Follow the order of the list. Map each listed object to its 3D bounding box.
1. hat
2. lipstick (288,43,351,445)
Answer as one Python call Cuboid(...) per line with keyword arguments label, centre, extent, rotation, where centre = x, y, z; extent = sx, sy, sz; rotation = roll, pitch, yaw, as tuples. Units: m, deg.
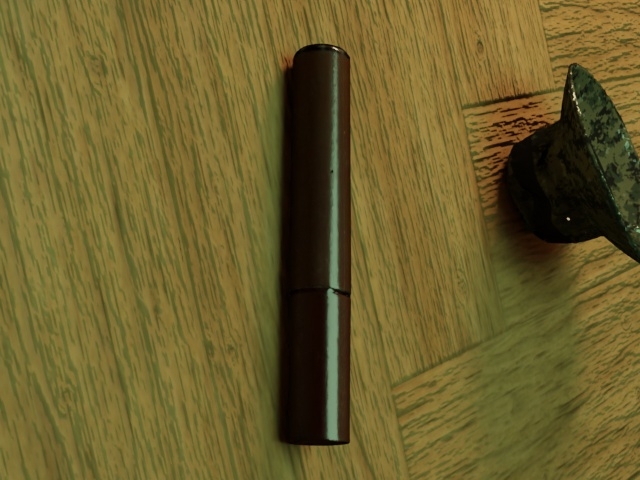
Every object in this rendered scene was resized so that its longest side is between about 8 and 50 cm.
Cuboid(label="hat", centre=(0.287, -0.068, 1.544), extent=(0.265, 0.128, 0.265), rotation=(46, 33, -43))
Cuboid(label="lipstick", centre=(0.000, 0.000, 1.189), extent=(0.057, 0.057, 0.357), rotation=(18, 67, -51))
